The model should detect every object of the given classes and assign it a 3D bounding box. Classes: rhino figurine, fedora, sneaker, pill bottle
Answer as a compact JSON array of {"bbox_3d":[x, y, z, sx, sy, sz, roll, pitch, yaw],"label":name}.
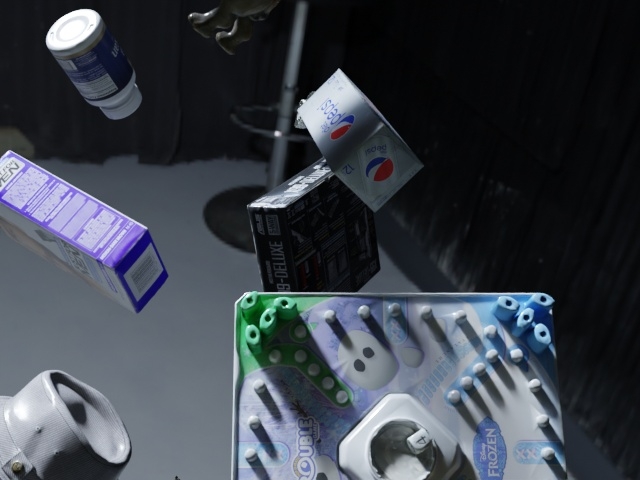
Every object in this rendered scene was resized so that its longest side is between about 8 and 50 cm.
[{"bbox_3d":[-0.132,-0.314,0.945,0.243,0.106,0.073,51,19,-9],"label":"rhino figurine"},{"bbox_3d":[-0.390,0.293,1.419,0.275,0.124,0.243,46,12,25],"label":"fedora"},{"bbox_3d":[0.006,-0.222,1.638,0.073,0.063,0.162,12,4,-14],"label":"sneaker"},{"bbox_3d":[-0.352,-0.274,1.483,0.094,0.169,0.094,-11,52,14],"label":"pill bottle"}]

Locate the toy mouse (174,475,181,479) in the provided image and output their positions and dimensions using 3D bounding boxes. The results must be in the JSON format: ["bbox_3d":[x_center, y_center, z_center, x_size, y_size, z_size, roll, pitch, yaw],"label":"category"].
[{"bbox_3d":[-0.109,0.263,0.872,0.161,0.031,0.143,14,27,-33],"label":"toy mouse"}]

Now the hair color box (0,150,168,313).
[{"bbox_3d":[-0.463,-0.014,1.746,0.339,0.185,0.110,29,66,20],"label":"hair color box"}]

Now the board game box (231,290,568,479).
[{"bbox_3d":[0.093,0.244,1.069,0.390,0.050,0.390,0,72,-3],"label":"board game box"}]

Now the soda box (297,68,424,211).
[{"bbox_3d":[0.051,-0.153,1.366,0.091,0.098,0.286,42,10,-26],"label":"soda box"}]

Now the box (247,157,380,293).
[{"bbox_3d":[0.000,0.000,1.660,0.076,0.242,0.307,3,24,29],"label":"box"}]
